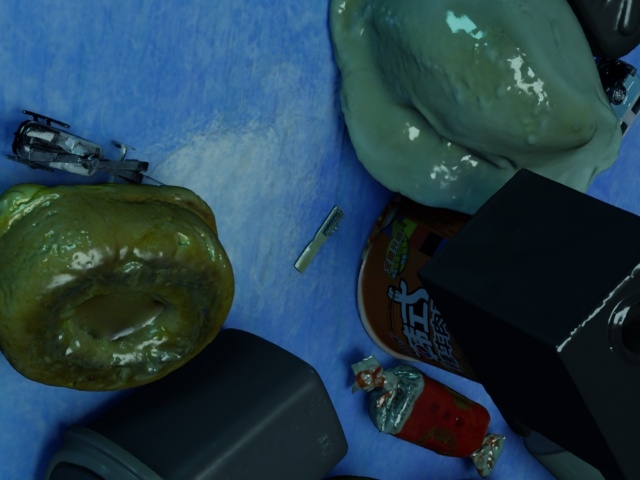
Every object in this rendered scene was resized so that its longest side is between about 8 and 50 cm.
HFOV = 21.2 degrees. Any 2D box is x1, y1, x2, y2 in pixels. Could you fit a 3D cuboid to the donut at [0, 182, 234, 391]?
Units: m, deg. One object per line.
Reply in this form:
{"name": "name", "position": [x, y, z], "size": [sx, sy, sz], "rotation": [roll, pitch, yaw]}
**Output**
{"name": "donut", "position": [-0.211, 0.048, 1.651], "size": [0.261, 0.128, 0.208], "rotation": [-1, 125, -33]}

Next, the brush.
{"name": "brush", "position": [0.000, 0.000, 1.884], "size": [0.083, 0.013, 0.016], "rotation": [-54, 131, -5]}

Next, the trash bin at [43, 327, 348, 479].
{"name": "trash bin", "position": [-0.133, 0.234, 1.755], "size": [0.290, 0.209, 0.182], "rotation": [-38, 124, -26]}

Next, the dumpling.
{"name": "dumpling", "position": [0.164, -0.192, 1.798], "size": [0.270, 0.320, 0.212], "rotation": [-26, 164, -20]}

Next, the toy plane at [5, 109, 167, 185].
{"name": "toy plane", "position": [-0.232, -0.080, 1.644], "size": [0.197, 0.078, 0.053], "rotation": [18, 94, -54]}

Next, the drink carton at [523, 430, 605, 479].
{"name": "drink carton", "position": [0.358, 0.263, 2.136], "size": [0.189, 0.191, 0.185], "rotation": [41, 44, -32]}

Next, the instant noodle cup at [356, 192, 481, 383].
{"name": "instant noodle cup", "position": [0.195, 0.052, 1.929], "size": [0.250, 0.192, 0.250], "rotation": [-14, 114, -32]}

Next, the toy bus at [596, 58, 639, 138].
{"name": "toy bus", "position": [0.339, -0.151, 2.045], "size": [0.075, 0.060, 0.123], "rotation": [35, 87, -44]}

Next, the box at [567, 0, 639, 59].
{"name": "box", "position": [0.362, -0.391, 1.961], "size": [0.290, 0.073, 0.289], "rotation": [-47, 128, -13]}

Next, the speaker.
{"name": "speaker", "position": [0.269, 0.093, 1.725], "size": [0.184, 0.232, 0.254], "rotation": [-43, 126, -14]}

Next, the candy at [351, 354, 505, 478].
{"name": "candy", "position": [0.131, 0.209, 2.029], "size": [0.292, 0.059, 0.086], "rotation": [30, 87, -41]}

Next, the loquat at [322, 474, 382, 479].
{"name": "loquat", "position": [0.043, 0.395, 1.908], "size": [0.263, 0.263, 0.263], "rotation": [-14, 115, -32]}
